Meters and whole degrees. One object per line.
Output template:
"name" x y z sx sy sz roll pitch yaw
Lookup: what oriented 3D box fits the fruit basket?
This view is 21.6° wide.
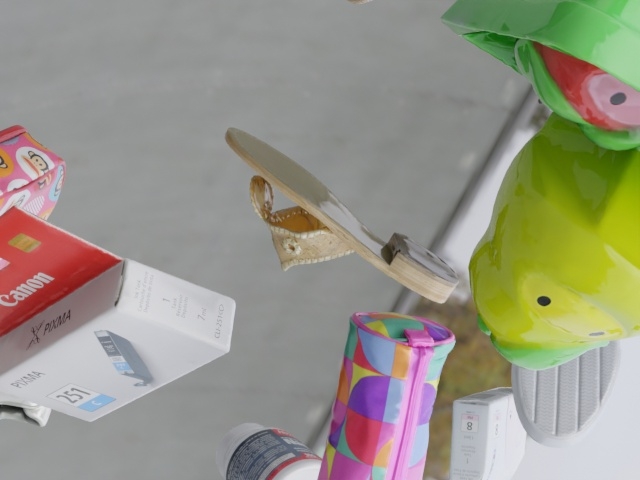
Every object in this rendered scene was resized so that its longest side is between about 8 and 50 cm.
"fruit basket" 0.249 -0.051 1.210 0.392 0.392 0.283 -63 -161 3

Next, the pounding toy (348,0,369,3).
"pounding toy" 0.071 -0.264 1.150 0.094 0.181 0.206 -27 144 -55

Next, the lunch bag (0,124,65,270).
"lunch bag" -0.484 -0.003 2.233 0.293 0.120 0.258 -52 175 28

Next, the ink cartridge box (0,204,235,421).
"ink cartridge box" -0.276 0.088 1.750 0.296 0.261 0.066 -30 -135 48

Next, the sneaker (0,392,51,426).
"sneaker" -0.357 0.180 2.141 0.232 0.115 0.090 -26 158 -14

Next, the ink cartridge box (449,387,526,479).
"ink cartridge box" 0.212 0.309 2.135 0.189 0.066 0.232 0 90 -68

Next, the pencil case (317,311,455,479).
"pencil case" 0.054 0.182 1.486 0.104 0.104 0.236 -67 166 -79

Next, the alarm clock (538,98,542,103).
"alarm clock" 0.288 -0.209 1.663 0.192 0.129 0.064 -14 -145 24

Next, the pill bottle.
"pill bottle" -0.054 0.284 1.997 0.108 0.108 0.180 -63 -149 1

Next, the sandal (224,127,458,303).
"sandal" -0.001 0.002 1.450 0.079 0.240 0.088 -56 -176 16

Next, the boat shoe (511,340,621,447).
"boat shoe" 0.278 0.104 1.943 0.119 0.121 0.335 109 -6 -54
